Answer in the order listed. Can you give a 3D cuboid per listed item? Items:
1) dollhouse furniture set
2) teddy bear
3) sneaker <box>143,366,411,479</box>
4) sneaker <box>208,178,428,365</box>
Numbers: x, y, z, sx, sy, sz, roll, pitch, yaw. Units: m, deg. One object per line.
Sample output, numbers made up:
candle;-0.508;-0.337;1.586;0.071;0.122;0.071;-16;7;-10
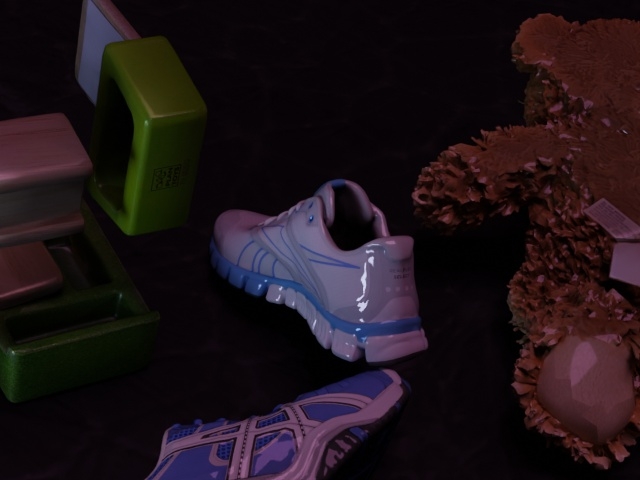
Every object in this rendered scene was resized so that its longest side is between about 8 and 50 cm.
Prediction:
dollhouse furniture set;-0.232;-0.018;0.712;0.302;0.197;0.151;-13;48;-30
teddy bear;0.185;0.007;0.900;0.245;0.113;0.338;-9;52;-16
sneaker;-0.033;0.111;0.711;0.081;0.080;0.211;38;44;22
sneaker;0.000;0.000;0.820;0.071;0.082;0.191;-9;22;-34
